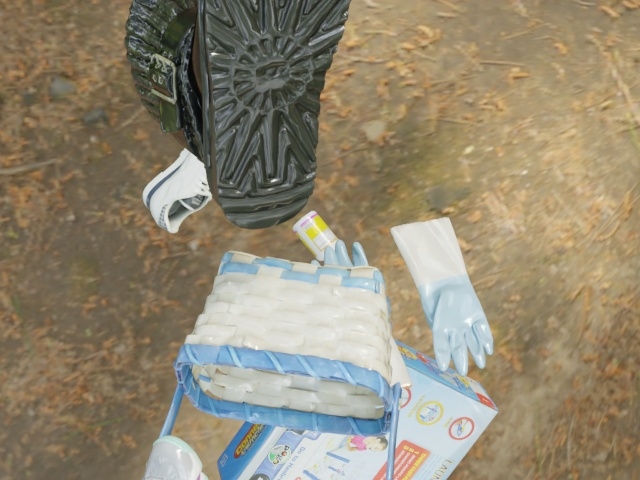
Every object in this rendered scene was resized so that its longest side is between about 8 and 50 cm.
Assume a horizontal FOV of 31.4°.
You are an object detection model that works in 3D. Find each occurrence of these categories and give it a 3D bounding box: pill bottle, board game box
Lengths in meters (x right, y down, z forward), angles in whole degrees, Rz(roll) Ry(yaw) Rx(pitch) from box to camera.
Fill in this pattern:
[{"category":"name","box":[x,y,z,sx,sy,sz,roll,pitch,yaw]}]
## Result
[{"category":"pill bottle","box":[0.000,0.000,1.669,0.043,0.043,0.083,-41,86,22]},{"category":"board game box","box":[0.055,0.293,1.700,0.302,0.086,0.308,29,104,-27]}]

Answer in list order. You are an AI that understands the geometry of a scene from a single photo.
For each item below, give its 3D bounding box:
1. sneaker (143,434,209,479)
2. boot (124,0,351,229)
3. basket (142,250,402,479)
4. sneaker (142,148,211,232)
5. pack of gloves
[{"category":"sneaker","box":[-0.087,0.151,0.566,0.038,0.069,0.098,0,93,26]},{"category":"boot","box":[-0.092,-0.209,1.075,0.260,0.131,0.348,-125,39,-49]},{"category":"basket","box":[-0.032,0.169,1.186,0.254,0.201,0.289,9,60,12]},{"category":"sneaker","box":[-0.204,-0.115,1.972,0.235,0.090,0.095,-49,43,9]},{"category":"pack of gloves","box":[0.099,0.089,1.420,0.195,0.046,0.232,-11,54,-7]}]
